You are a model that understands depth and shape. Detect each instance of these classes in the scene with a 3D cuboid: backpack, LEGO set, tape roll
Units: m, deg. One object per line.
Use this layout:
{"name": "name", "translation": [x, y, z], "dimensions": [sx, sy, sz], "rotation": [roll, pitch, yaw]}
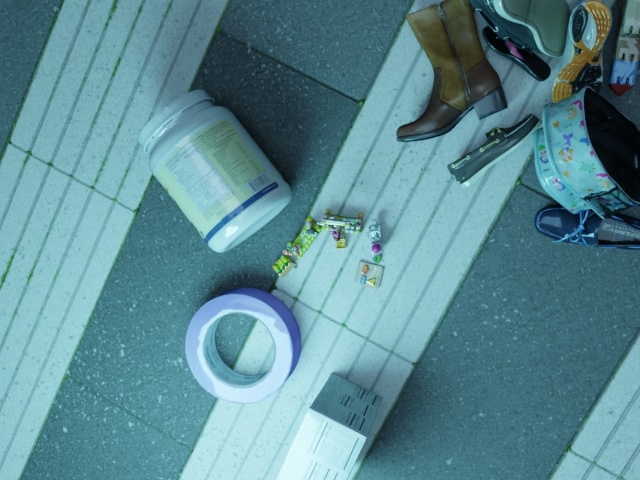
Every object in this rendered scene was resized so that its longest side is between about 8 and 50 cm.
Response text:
{"name": "backpack", "translation": [0.547, -0.183, 1.594], "dimensions": [0.191, 0.253, 0.225], "rotation": [-17, 57, 36]}
{"name": "LEGO set", "translation": [0.000, 0.000, 1.831], "dimensions": [0.287, 0.107, 0.132], "rotation": [-16, 94, 14]}
{"name": "tape roll", "translation": [-0.190, 0.258, 1.917], "dimensions": [0.275, 0.090, 0.274], "rotation": [2, 98, 11]}

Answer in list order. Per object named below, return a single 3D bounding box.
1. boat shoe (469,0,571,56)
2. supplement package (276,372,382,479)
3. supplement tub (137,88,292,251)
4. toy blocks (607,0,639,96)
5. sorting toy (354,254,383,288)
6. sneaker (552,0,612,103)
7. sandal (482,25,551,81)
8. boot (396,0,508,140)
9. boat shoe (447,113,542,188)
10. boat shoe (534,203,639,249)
{"name": "boat shoe", "translation": [0.407, -0.464, 1.597], "dimensions": [0.113, 0.340, 0.127], "rotation": [17, 100, 40]}
{"name": "supplement package", "translation": [0.024, 0.461, 1.806], "dimensions": [0.145, 0.262, 0.204], "rotation": [25, 102, 8]}
{"name": "supplement tub", "translation": [-0.245, -0.161, 1.798], "dimensions": [0.235, 0.235, 0.325], "rotation": [-39, 88, 14]}
{"name": "toy blocks", "translation": [0.752, -0.411, 1.564], "dimensions": [0.381, 0.191, 0.261], "rotation": [8, 98, 11]}
{"name": "sorting toy", "translation": [0.118, 0.071, 1.863], "dimensions": [0.062, 0.012, 0.083], "rotation": [15, 101, 11]}
{"name": "sneaker", "translation": [0.559, -0.402, 1.649], "dimensions": [0.099, 0.121, 0.262], "rotation": [12, 132, 9]}
{"name": "sandal", "translation": [0.436, -0.420, 1.701], "dimensions": [0.179, 0.040, 0.067], "rotation": [36, 65, 1]}
{"name": "boot", "translation": [0.251, -0.379, 1.733], "dimensions": [0.264, 0.096, 0.280], "rotation": [-22, 91, 15]}
{"name": "boat shoe", "translation": [0.386, -0.210, 1.731], "dimensions": [0.228, 0.081, 0.068], "rotation": [-40, 92, 17]}
{"name": "boat shoe", "translation": [0.603, -0.036, 1.702], "dimensions": [0.258, 0.089, 0.109], "rotation": [4, 98, 12]}
